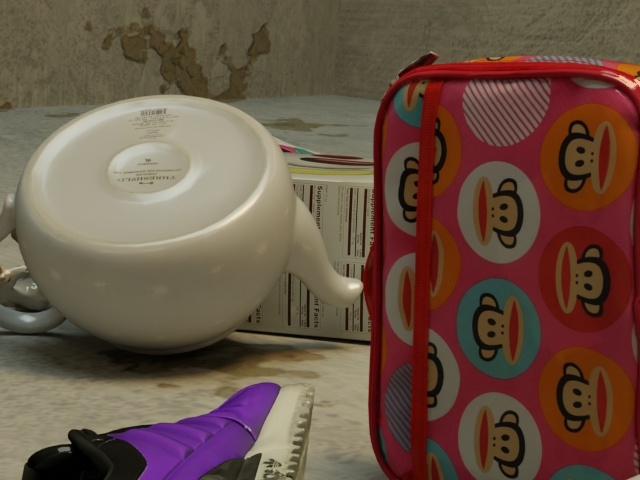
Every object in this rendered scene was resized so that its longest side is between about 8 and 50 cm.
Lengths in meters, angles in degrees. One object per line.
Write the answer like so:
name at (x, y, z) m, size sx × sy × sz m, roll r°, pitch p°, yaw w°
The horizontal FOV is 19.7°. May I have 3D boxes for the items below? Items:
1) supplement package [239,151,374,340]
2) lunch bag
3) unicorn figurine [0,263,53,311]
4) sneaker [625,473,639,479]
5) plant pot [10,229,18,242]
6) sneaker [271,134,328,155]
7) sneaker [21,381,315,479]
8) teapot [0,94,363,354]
supplement package at (0.000, 0.000, 1.737) m, size 0.203 × 0.149 × 0.194 m, roll 4°, pitch 9°, yaw 15°
lunch bag at (0.128, 0.027, 1.179) m, size 0.258 × 0.293 × 0.120 m, roll 6°, pitch 8°, yaw 43°
unicorn figurine at (-0.264, 0.041, 1.731) m, size 0.111 × 0.060 × 0.162 m, roll -1°, pitch -6°, yaw -16°
sneaker at (0.284, 0.173, 0.822) m, size 0.366 × 0.135 × 0.150 m, roll 2°, pitch 6°, yaw 2°
plant pot at (-0.183, -0.045, 1.761) m, size 0.236 × 0.032 × 0.236 m, roll -27°, pitch -8°, yaw -4°
sneaker at (-0.120, -0.085, 2.332) m, size 0.296 × 0.123 × 0.178 m, roll 12°, pitch 4°, yaw 41°
sneaker at (-0.084, 0.131, 0.981) m, size 0.146 × 0.102 × 0.293 m, roll 7°, pitch 7°, yaw 2°
teapot at (-0.139, 0.010, 1.577) m, size 0.256 × 0.187 × 0.252 m, roll 29°, pitch 51°, yaw 33°
